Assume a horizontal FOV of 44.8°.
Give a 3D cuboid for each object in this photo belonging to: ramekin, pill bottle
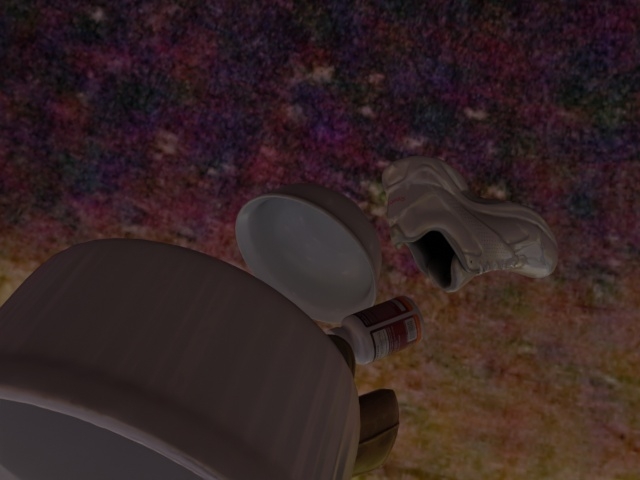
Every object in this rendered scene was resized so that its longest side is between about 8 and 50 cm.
[{"bbox_3d":[-0.106,0.127,0.501,0.277,0.135,0.277,12,137,12],"label":"ramekin"},{"bbox_3d":[0.088,0.152,1.272,0.151,0.086,0.086,-18,165,-24],"label":"pill bottle"}]

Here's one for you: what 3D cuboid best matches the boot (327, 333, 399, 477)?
[{"bbox_3d":[0.038,0.235,1.084,0.089,0.236,0.269,26,-170,29],"label":"boot"}]

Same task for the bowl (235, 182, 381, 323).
[{"bbox_3d":[0.000,0.000,1.430,0.297,0.134,0.298,22,139,21],"label":"bowl"}]

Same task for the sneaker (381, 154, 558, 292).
[{"bbox_3d":[0.152,0.008,0.801,0.232,0.115,0.090,22,153,-25],"label":"sneaker"}]
